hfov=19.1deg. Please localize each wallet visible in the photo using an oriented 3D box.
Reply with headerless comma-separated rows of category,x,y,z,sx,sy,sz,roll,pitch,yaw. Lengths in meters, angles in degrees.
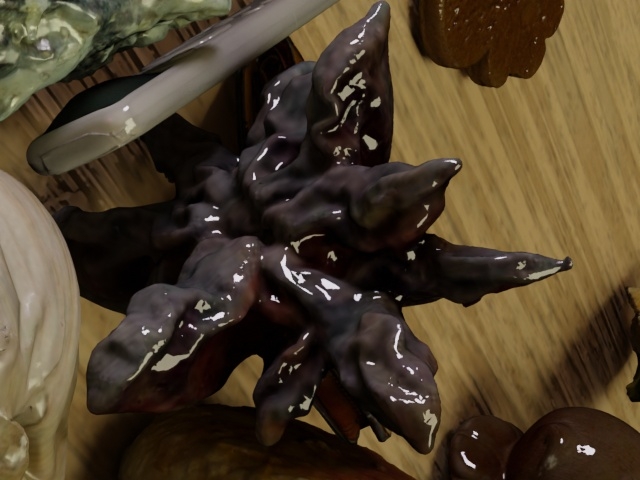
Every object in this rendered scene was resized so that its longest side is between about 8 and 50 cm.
wallet,-0.003,0.000,1.052,0.161,0.042,0.195,59,22,-57

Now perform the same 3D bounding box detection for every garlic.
garlic,-0.182,0.068,0.755,0.228,0.152,0.228,-50,162,-23

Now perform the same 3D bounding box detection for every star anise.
star anise,-0.022,-0.002,0.885,0.212,0.283,0.129,-38,126,0

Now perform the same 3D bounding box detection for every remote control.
remote control,-0.054,-0.095,0.933,0.029,0.067,0.261,62,35,-10

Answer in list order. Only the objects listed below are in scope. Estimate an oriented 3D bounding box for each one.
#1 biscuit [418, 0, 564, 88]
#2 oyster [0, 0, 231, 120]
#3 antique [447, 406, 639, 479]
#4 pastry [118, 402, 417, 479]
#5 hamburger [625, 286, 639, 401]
biscuit,0.109,-0.161,1.224,0.124,0.026,0.175,-64,149,-7
oyster,-0.173,-0.088,0.788,0.252,0.087,0.199,37,76,-46
antique,0.214,0.231,1.433,0.257,0.143,0.121,63,36,-23
pastry,-0.015,0.155,1.063,0.192,0.182,0.093,14,98,-61
hamburger,0.321,0.132,1.546,0.262,0.131,0.124,-97,180,-55
